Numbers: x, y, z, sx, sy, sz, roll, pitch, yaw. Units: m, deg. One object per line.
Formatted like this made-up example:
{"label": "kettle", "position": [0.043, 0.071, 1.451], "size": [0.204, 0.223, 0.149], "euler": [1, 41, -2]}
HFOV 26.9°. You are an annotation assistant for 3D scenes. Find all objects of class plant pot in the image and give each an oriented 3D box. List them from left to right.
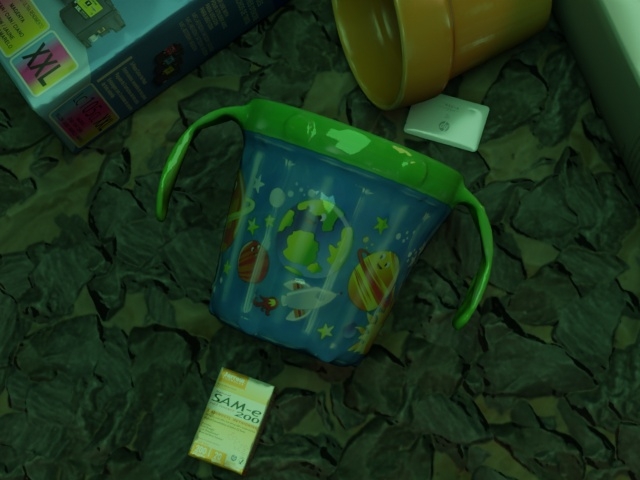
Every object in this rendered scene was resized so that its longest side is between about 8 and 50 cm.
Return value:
{"label": "plant pot", "position": [0.131, -0.257, 1.407], "size": [0.188, 0.205, 0.205], "euler": [-16, 76, -14]}

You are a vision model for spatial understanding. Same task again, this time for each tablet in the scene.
{"label": "tablet", "position": [0.138, -0.132, 1.465], "size": [0.083, 0.006, 0.054], "euler": [17, 80, 9]}

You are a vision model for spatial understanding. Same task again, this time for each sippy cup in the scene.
{"label": "sippy cup", "position": [0.000, 0.000, 1.350], "size": [0.306, 0.240, 0.224], "euler": [20, 91, 34]}

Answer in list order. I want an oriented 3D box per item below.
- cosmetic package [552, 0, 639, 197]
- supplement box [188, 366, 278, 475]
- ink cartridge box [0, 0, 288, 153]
{"label": "cosmetic package", "position": [0.350, -0.208, 1.368], "size": [0.155, 0.197, 0.365], "euler": [-21, 78, 0]}
{"label": "supplement box", "position": [-0.091, 0.189, 1.399], "size": [0.062, 0.036, 0.098], "euler": [19, 80, 8]}
{"label": "ink cartridge box", "position": [-0.200, -0.327, 1.468], "size": [0.395, 0.151, 0.270], "euler": [-36, 77, -5]}
